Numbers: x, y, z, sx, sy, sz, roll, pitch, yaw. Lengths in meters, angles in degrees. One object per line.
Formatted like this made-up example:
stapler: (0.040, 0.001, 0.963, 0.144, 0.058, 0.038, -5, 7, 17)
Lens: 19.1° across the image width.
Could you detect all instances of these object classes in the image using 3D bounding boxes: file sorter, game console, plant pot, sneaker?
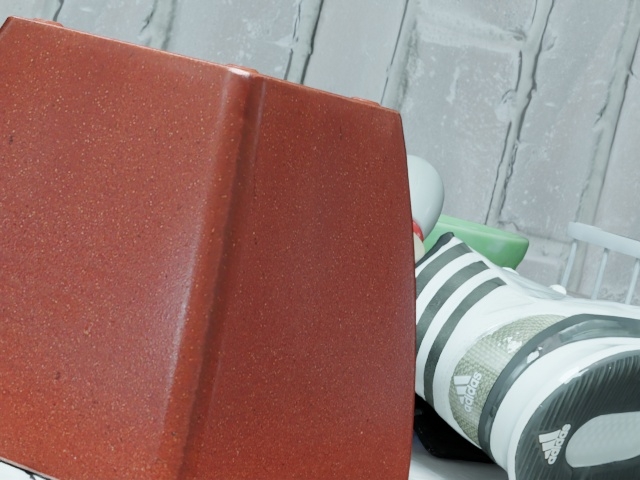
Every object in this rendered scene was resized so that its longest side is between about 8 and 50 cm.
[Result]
file sorter: (0.408, 0.101, 2.129, 0.193, 0.173, 0.278, 13, 4, -27)
game console: (0.092, 0.148, 1.439, 0.122, 0.071, 0.107, 10, 35, -38)
plant pot: (-0.091, 0.008, 1.119, 0.267, 0.235, 0.267, 16, 4, 30)
sneaker: (0.220, 0.075, 1.408, 0.447, 0.169, 0.257, 7, 22, -45)

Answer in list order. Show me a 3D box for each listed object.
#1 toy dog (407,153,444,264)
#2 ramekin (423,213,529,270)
toy dog: (0.000, 0.000, 1.558, 0.161, 0.220, 0.333, 29, 5, 1)
ramekin: (0.060, 0.034, 2.034, 0.303, 0.148, 0.303, 13, 3, -1)
